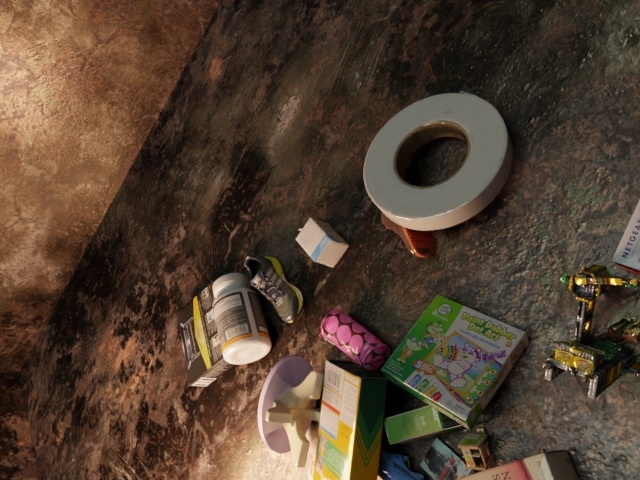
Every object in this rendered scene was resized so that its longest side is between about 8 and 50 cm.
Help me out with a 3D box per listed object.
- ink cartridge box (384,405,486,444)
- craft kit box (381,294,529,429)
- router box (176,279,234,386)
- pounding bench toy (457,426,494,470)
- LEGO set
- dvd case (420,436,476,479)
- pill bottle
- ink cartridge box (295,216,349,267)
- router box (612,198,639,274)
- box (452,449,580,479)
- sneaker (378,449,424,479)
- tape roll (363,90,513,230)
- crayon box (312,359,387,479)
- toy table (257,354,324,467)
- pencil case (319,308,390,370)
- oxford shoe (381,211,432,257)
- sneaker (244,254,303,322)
[{"bbox_3d":[0.269,0.428,1.302,0.209,0.109,0.062,-30,59,34],"label":"ink cartridge box"},{"bbox_3d":[0.310,0.271,1.280,0.250,0.061,0.246,22,61,45],"label":"craft kit box"},{"bbox_3d":[-0.403,0.336,1.992,0.243,0.081,0.308,-40,53,28],"label":"router box"},{"bbox_3d":[0.361,0.472,1.245,0.052,0.083,0.065,-15,98,43],"label":"pounding bench toy"},{"bbox_3d":[0.563,0.190,0.994,0.331,0.192,0.254,28,122,41],"label":"LEGO set"},{"bbox_3d":[0.301,0.541,1.303,0.119,0.013,0.087,37,103,43],"label":"dvd case"},{"bbox_3d":[-0.271,0.258,1.838,0.162,0.162,0.278,-40,52,27],"label":"pill bottle"},{"bbox_3d":[0.000,0.000,1.709,0.090,0.092,0.143,-55,48,15],"label":"ink cartridge box"},{"bbox_3d":[0.763,-0.056,1.005,0.301,0.082,0.335,28,96,45],"label":"router box"},{"bbox_3d":[0.407,0.536,1.123,0.232,0.127,0.148,-35,55,31],"label":"box"},{"bbox_3d":[0.176,0.567,1.389,0.082,0.069,0.209,-44,33,-17],"label":"sneaker"},{"bbox_3d":[0.300,-0.212,1.438,0.392,0.072,0.392,-16,56,25],"label":"tape roll"},{"bbox_3d":[0.071,0.485,1.395,0.203,0.083,0.322,-177,95,-66],"label":"crayon box"},{"bbox_3d":[-0.064,0.473,1.530,0.161,0.252,0.274,1,90,60],"label":"toy table"},{"bbox_3d":[0.091,0.281,1.535,0.098,0.095,0.209,-43,42,-16],"label":"pencil case"},{"bbox_3d":[0.231,-0.050,1.522,0.098,0.097,0.271,-55,38,41],"label":"oxford shoe"},{"bbox_3d":[-0.163,0.154,1.794,0.111,0.121,0.300,-56,47,16],"label":"sneaker"}]
